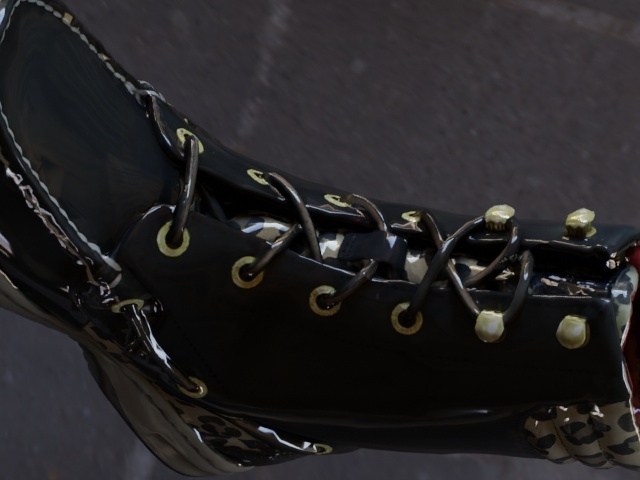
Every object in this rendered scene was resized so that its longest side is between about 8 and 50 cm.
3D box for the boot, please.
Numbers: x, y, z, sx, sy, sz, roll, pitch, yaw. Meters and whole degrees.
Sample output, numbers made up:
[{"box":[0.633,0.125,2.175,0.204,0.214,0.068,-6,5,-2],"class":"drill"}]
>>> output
[{"box":[0.001,-0.001,0.585,0.179,0.085,0.236,-1,147,24],"class":"boot"}]
